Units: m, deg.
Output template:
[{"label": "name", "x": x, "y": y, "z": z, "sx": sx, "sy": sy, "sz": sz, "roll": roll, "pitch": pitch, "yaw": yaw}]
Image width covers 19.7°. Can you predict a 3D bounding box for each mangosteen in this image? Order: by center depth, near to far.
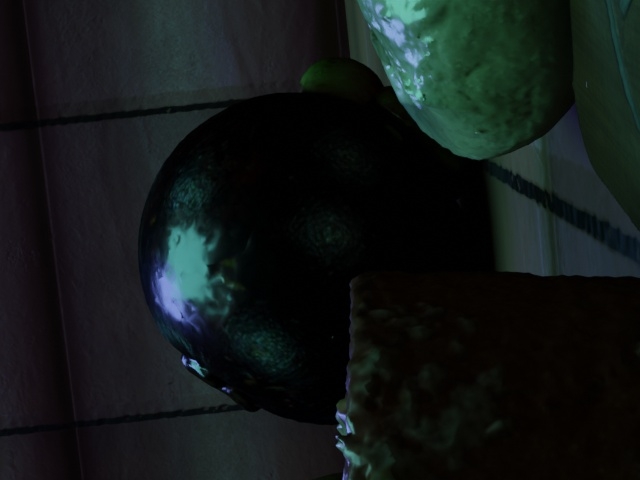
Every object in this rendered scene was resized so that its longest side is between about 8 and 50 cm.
[{"label": "mangosteen", "x": 0.000, "y": 0.000, "z": 1.425, "sx": 0.288, "sy": 0.288, "sz": 0.288, "roll": 174, "pitch": 90, "yaw": -89}]

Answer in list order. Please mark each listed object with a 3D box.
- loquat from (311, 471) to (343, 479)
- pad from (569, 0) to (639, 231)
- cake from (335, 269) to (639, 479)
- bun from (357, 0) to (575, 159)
[{"label": "loquat", "x": 0.034, "y": 0.268, "z": 1.102, "sx": 0.263, "sy": 0.263, "sz": 0.263, "roll": 174, "pitch": 90, "yaw": -89}, {"label": "pad", "x": 0.118, "y": -0.125, "z": 0.650, "sx": 0.286, "sy": 0.018, "sz": 0.284, "roll": -100, "pitch": 5, "yaw": -71}, {"label": "cake", "x": 0.078, "y": 0.114, "z": 0.726, "sx": 0.283, "sy": 0.151, "sz": 0.177, "roll": 72, "pitch": -158, "yaw": -72}, {"label": "bun", "x": 0.066, "y": -0.121, "z": 0.897, "sx": 0.188, "sy": 0.111, "sz": 0.164, "roll": -115, "pitch": 16, "yaw": -75}]
